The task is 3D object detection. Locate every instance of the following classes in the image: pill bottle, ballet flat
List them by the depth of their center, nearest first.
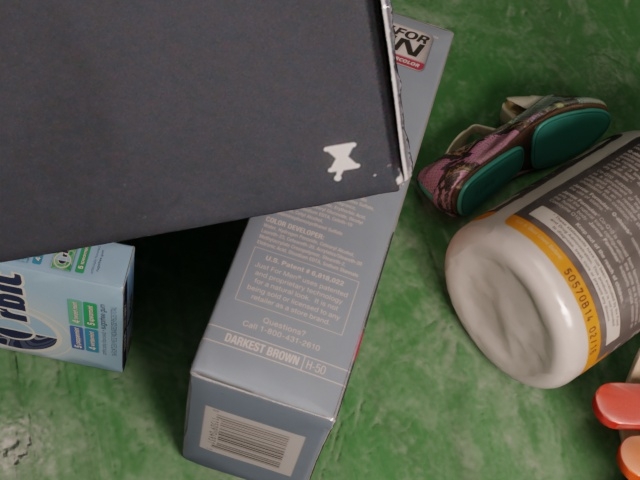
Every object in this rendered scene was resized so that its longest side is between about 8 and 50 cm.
[{"bbox_3d":[0.260,-0.001,0.977,0.278,0.162,0.162,-29,70,-23],"label":"pill bottle"},{"bbox_3d":[0.185,-0.097,1.078,0.221,0.077,0.079,-30,50,-23],"label":"ballet flat"}]

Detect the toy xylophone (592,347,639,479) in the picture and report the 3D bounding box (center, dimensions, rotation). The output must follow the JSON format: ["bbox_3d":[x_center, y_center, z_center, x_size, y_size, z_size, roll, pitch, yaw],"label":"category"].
[{"bbox_3d":[0.358,0.230,0.890,0.236,0.081,0.323,-1,50,-13],"label":"toy xylophone"}]

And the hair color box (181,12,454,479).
[{"bbox_3d":[0.000,0.000,0.916,0.113,0.185,0.374,18,59,1],"label":"hair color box"}]

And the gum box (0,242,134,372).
[{"bbox_3d":[-0.242,0.039,0.868,0.184,0.157,0.041,11,59,-3],"label":"gum box"}]

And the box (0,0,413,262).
[{"bbox_3d":[-0.211,-0.237,0.798,0.479,0.297,0.472,-10,40,3],"label":"box"}]
